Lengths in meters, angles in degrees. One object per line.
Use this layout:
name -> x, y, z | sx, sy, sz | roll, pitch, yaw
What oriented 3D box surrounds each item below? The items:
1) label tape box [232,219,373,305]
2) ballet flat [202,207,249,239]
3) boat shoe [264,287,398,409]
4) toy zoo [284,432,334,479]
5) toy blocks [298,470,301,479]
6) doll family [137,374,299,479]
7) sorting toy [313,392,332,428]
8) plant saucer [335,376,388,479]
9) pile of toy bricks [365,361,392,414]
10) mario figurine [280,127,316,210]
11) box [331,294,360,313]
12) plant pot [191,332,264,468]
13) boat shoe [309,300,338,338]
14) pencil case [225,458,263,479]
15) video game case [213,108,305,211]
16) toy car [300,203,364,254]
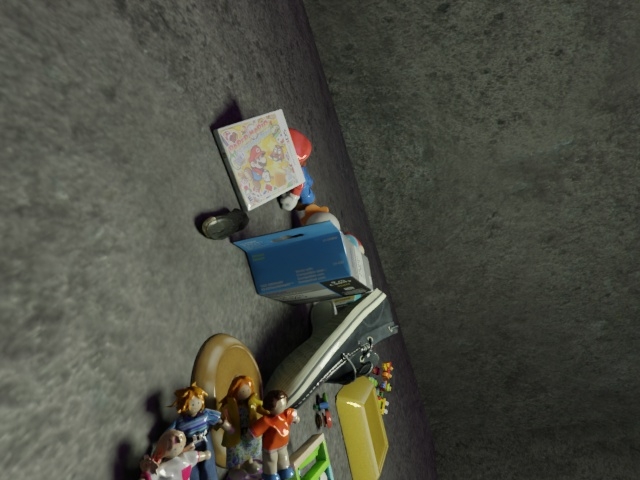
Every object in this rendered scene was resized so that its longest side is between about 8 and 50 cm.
label tape box -> -0.029, 0.072, 1.081 | 0.333, 0.240, 0.106 | 38, 42, -65
ballet flat -> -0.206, -0.037, 0.937 | 0.058, 0.049, 0.173 | -63, 170, 14
boat shoe -> 0.055, 0.275, 1.075 | 0.156, 0.186, 0.500 | 58, 35, 4
toy zoo -> -0.003, 0.576, 0.904 | 0.192, 0.030, 0.293 | 21, 55, -71
toy blocks -> -0.042, 0.560, 0.947 | 0.123, 0.054, 0.148 | 56, 24, -50
doll family -> -0.158, 0.292, 0.657 | 0.262, 0.118, 0.163 | -6, 95, -43
sorting toy -> 0.003, 0.473, 1.231 | 0.102, 0.042, 0.061 | -104, -174, -51
plant saucer -> 0.161, 0.656, 1.542 | 0.332, 0.080, 0.333 | 3, 74, -74
pile of toy bricks -> 0.219, 0.593, 1.807 | 0.105, 0.118, 0.212 | 32, 56, -29
mario figurine -> -0.112, -0.222, 1.355 | 0.198, 0.170, 0.320 | 43, -12, 26
box -> 0.089, 0.243, 1.613 | 0.244, 0.100, 0.060 | -77, 148, -60
plant pot -> -0.158, 0.288, 0.816 | 0.236, 0.032, 0.237 | -13, 90, -75
boat shoe -> 0.021, 0.297, 1.295 | 0.303, 0.114, 0.091 | -75, 144, -57
pencil case -> -0.096, 0.480, 0.759 | 0.086, 0.088, 0.206 | -52, 128, -68
video game case -> -0.146, -0.209, 1.124 | 0.227, 0.026, 0.206 | -35, 113, -43
toy car -> 0.000, 0.000, 1.401 | 0.238, 0.210, 0.219 | 60, -1, 17
